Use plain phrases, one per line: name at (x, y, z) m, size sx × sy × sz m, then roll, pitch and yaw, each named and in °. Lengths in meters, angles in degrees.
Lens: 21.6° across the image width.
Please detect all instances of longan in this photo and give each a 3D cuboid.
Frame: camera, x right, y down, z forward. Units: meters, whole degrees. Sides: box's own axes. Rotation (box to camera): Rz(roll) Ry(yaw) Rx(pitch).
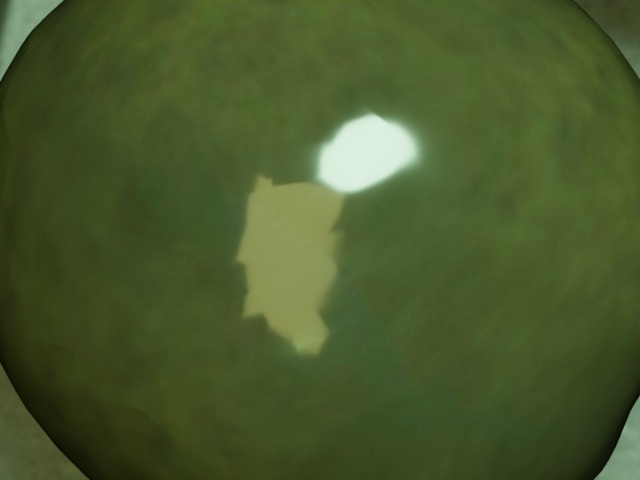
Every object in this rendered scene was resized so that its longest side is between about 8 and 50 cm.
longan at (0.000, 0.000, 0.750) m, size 0.319 × 0.319 × 0.318 m, roll 1°, pitch 94°, yaw 13°
